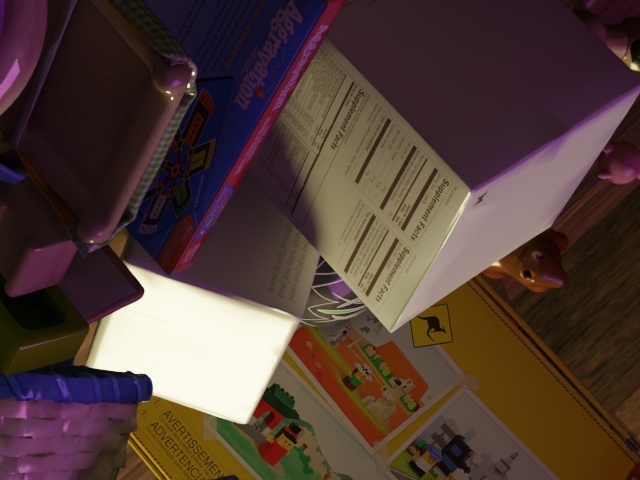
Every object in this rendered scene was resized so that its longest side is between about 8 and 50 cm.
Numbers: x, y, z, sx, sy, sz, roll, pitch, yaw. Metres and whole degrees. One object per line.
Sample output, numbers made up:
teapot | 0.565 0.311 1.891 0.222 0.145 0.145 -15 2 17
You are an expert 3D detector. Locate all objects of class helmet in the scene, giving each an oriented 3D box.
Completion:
helmet | 0.000 0.000 1.786 0.169 0.161 0.169 -28 154 -14

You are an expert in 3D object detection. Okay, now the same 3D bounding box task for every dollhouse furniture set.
dollhouse furniture set | -0.142 -0.090 1.147 0.151 0.197 0.301 -26 158 -42

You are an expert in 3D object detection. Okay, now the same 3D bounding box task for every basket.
basket | -0.239 0.089 1.379 0.255 0.201 0.289 24 76 -71

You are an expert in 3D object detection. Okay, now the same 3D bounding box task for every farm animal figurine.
farm animal figurine | 0.188 -0.123 1.658 0.330 0.327 0.172 -52 157 21

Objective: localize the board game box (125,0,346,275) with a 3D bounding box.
board game box | -0.091 -0.115 1.305 0.027 0.145 0.281 -26 158 -44

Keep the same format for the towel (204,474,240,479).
towel | -0.177 0.303 1.391 0.283 0.121 0.235 -25 165 -25

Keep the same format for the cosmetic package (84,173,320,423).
cosmetic package | -0.093 0.030 1.583 0.184 0.151 0.151 118 -10 -53

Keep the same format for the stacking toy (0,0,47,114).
stacking toy | -0.266 -0.135 0.876 0.141 0.141 0.330 -46 160 12

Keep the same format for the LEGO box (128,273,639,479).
LEGO box | 0.065 0.213 1.909 0.372 0.500 0.193 -41 164 -4

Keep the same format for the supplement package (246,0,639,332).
supplement package | 0.064 -0.115 1.465 0.199 0.263 0.198 -31 161 -34
